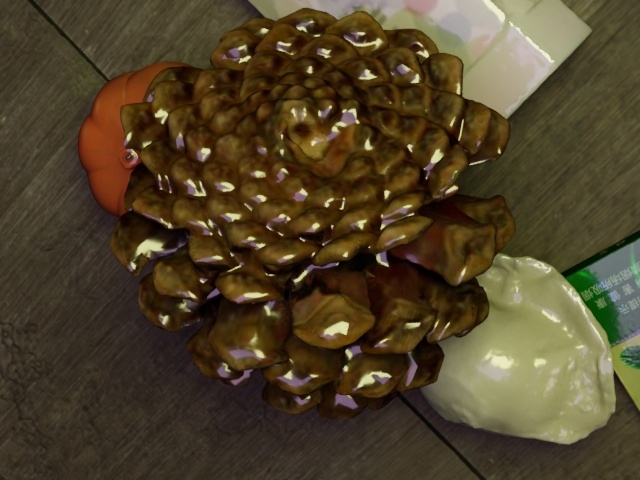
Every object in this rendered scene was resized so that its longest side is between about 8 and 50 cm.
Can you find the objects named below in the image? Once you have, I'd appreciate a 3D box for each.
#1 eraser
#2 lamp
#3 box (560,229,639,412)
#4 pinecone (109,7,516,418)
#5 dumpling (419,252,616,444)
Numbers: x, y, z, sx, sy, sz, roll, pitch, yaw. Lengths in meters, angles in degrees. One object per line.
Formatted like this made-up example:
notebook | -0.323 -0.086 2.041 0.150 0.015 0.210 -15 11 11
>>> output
eraser | 0.056 -0.270 1.058 0.397 0.082 0.213 44 112 3
lamp | -0.168 -0.097 1.122 0.187 0.164 0.188 4 101 19
box | 0.362 0.105 1.082 0.132 0.034 0.235 -31 93 20
pinecone | 0.000 0.000 0.970 0.384 0.384 0.385 4 104 15
dumpling | 0.187 0.103 1.073 0.258 0.147 0.193 28 111 26
